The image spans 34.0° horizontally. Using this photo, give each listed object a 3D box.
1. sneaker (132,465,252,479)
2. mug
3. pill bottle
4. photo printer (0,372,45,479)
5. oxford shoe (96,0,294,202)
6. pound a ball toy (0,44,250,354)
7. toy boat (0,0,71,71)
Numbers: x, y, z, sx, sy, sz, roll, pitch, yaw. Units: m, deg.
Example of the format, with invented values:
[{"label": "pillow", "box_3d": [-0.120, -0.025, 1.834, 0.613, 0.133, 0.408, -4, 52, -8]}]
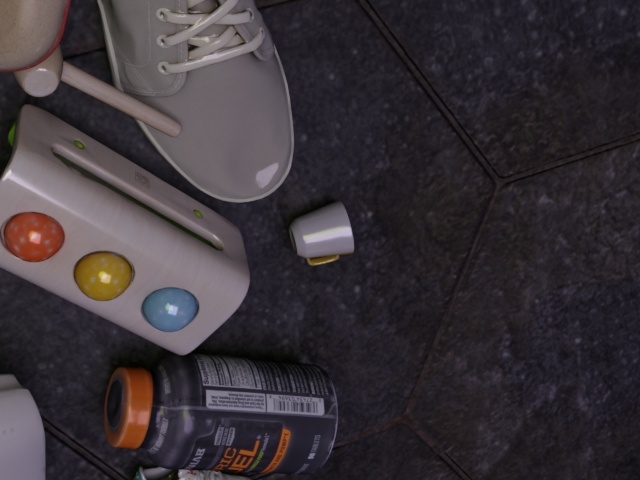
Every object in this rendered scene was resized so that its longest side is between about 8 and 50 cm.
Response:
[{"label": "sneaker", "box_3d": [-0.149, 0.291, 1.245, 0.161, 0.057, 0.075, -1, 117, -21]}, {"label": "mug", "box_3d": [0.000, -0.001, 1.189, 0.064, 0.062, 0.078, -15, 110, -10]}, {"label": "pill bottle", "box_3d": [-0.115, 0.194, 1.177, 0.246, 0.130, 0.130, 9, 108, -27]}, {"label": "photo printer", "box_3d": [-0.394, 0.282, 1.031, 0.256, 0.107, 0.307, -23, 135, -41]}, {"label": "oxford shoe", "box_3d": [-0.127, -0.221, 0.996, 0.169, 0.130, 0.449, -26, 122, -15]}, {"label": "pound a ball toy", "box_3d": [-0.203, -0.031, 0.999, 0.319, 0.136, 0.208, 32, 118, -32]}, {"label": "toy boat", "box_3d": [-0.261, -0.262, 0.859, 0.151, 0.151, 0.231, 17, 111, -6]}]
